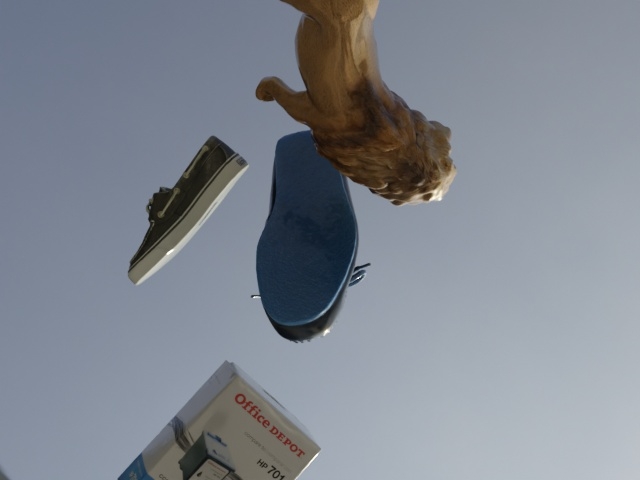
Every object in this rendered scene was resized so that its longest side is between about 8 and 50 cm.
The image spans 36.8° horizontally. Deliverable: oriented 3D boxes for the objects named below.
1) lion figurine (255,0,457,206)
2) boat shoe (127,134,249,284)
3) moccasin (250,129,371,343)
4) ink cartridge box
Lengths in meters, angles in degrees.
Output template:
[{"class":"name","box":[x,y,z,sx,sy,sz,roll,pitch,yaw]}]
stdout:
[{"class":"lion figurine","box":[0.019,-0.207,1.016,0.142,0.392,0.240,-41,-129,-13]},{"class":"boat shoe","box":[-0.188,-0.039,1.260,0.070,0.078,0.219,41,-87,1]},{"class":"moccasin","box":[0.000,0.000,1.182,0.138,0.342,0.116,-2,-47,10]},{"class":"ink cartridge box","box":[-0.116,0.256,1.102,0.140,0.082,0.190,43,-94,-14]}]
